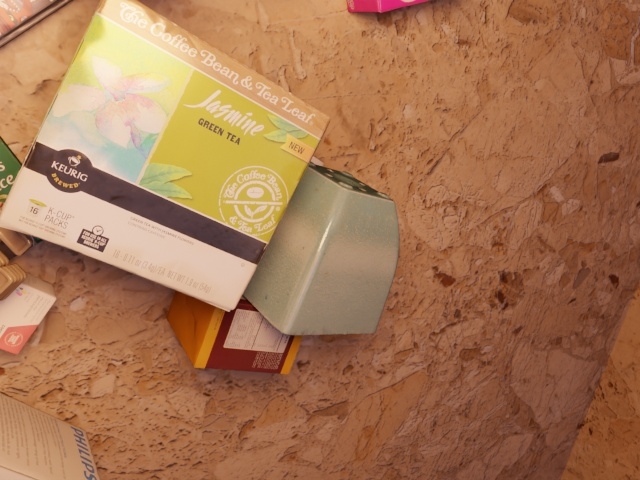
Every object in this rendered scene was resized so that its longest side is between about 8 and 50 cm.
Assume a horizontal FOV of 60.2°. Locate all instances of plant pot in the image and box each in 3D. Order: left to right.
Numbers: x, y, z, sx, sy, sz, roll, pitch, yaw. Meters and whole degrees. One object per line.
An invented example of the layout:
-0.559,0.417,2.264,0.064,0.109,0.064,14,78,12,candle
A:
0.000,0.000,1.011,0.247,0.248,0.252,10,110,-46,plant pot

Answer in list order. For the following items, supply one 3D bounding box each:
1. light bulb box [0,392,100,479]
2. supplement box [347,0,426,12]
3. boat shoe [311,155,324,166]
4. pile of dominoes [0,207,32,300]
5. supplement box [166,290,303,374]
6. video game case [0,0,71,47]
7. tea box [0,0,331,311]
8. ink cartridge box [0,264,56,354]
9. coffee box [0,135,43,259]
-0.611,0.431,0.867,0.358,0.225,0.361,-49,126,-7,light bulb box
0.162,-0.503,1.030,0.220,0.114,0.111,-23,120,-23,supplement box
-0.119,-0.160,1.009,0.268,0.096,0.088,17,103,-34,boat shoe
-0.542,-0.012,0.790,0.196,0.040,0.251,-42,93,8,pile of dominoes
-0.158,0.143,1.046,0.194,0.191,0.129,14,102,-34,supplement box
-0.516,-0.361,0.723,0.275,0.035,0.248,-41,125,-11,video game case
-0.223,-0.122,0.809,0.329,0.220,0.323,24,94,-26,tea box
-0.542,0.085,0.867,0.198,0.067,0.115,35,89,-35,ink cartridge box
-0.495,-0.069,0.850,0.113,0.040,0.184,-33,122,-15,coffee box
